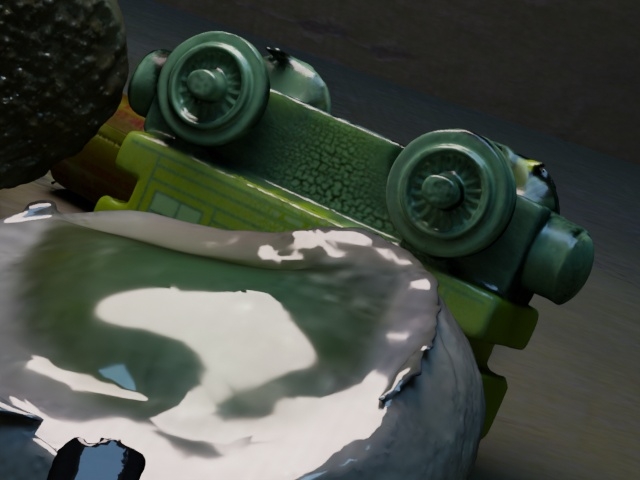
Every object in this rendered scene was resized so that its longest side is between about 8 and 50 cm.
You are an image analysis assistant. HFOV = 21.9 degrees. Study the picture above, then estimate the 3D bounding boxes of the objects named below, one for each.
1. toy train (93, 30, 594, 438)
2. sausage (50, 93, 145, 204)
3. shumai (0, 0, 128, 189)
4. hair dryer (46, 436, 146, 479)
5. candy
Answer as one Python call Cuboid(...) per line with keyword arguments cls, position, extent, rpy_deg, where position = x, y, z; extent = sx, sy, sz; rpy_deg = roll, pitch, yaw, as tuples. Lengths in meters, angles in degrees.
Cuboid(cls="toy train", position=(0.000, 0.000, 1.384), extent=(0.442, 0.272, 0.179), rpy_deg=(25, 3, 24))
Cuboid(cls="sausage", position=(-0.128, -0.053, 1.679), extent=(0.317, 0.125, 0.117), rpy_deg=(26, 58, 25))
Cuboid(cls="shumai", position=(-0.309, -0.167, 1.463), extent=(0.225, 0.260, 0.222), rpy_deg=(49, -8, -30))
Cuboid(cls="hair dryer", position=(-0.120, 0.195, 0.768), extent=(0.197, 0.089, 0.251), rpy_deg=(17, 47, -9))
Cuboid(cls="candy", position=(-0.089, 0.111, 1.061), extent=(0.386, 0.186, 0.427), rpy_deg=(11, 18, 4))
